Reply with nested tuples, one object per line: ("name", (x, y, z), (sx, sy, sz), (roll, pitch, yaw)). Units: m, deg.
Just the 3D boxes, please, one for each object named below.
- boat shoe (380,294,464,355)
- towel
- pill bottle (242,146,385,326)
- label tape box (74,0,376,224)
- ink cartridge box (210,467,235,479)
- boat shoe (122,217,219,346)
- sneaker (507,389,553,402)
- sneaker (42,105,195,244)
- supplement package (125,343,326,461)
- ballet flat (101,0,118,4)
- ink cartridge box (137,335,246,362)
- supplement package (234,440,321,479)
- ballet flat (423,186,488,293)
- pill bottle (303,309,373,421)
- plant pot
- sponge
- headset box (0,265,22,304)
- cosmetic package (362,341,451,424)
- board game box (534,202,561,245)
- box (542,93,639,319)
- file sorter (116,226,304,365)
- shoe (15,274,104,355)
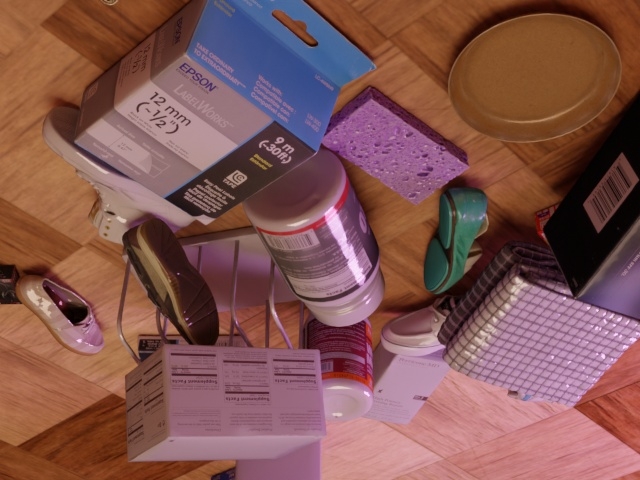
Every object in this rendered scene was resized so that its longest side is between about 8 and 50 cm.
("boat shoe", (0.229, 0.133, 1.877), (0.258, 0.095, 0.084), (-13, 135, 0))
("towel", (0.367, 0.134, 1.760), (0.284, 0.121, 0.235), (17, 126, -22))
("pill bottle", (0.000, 0.000, 1.654), (0.161, 0.161, 0.283), (-11, 139, 14))
("label tape box", (-0.131, -0.190, 1.464), (0.348, 0.115, 0.249), (-29, 132, 33))
("ink cartridge box", (-0.150, 0.589, 2.455), (0.097, 0.046, 0.207), (-28, 133, 29))
("boat shoe", (-0.231, 0.070, 1.638), (0.073, 0.080, 0.223), (-13, 112, 37))
("sneaker", (0.401, 0.233, 1.989), (0.092, 0.087, 0.228), (1, 138, 3))
("sneaker", (-0.323, -0.076, 1.608), (0.292, 0.108, 0.169), (31, 129, -33))
("supplement package", (-0.155, 0.263, 1.687), (0.262, 0.145, 0.204), (6, 157, -26))
("ballet flat", (-0.258, -0.363, 1.303), (0.057, 0.052, 0.168), (2, 140, -1))
("ink cartridge box", (-0.239, 0.257, 2.059), (0.206, 0.045, 0.208), (0, 142, 1))
("supplement package", (-0.089, 0.523, 2.181), (0.178, 0.293, 0.175), (3, 140, -2))
("ballet flat", (0.227, 0.004, 1.722), (0.087, 0.083, 0.247), (-9, 144, -11))
("pill bottle", (0.029, 0.190, 1.833), (0.121, 0.221, 0.121), (1, 140, 0))
("plant pot", (0.295, -0.229, 1.474), (0.236, 0.032, 0.236), (1, 141, 1))
("sponge", (0.110, -0.138, 1.587), (0.210, 0.031, 0.117), (30, 132, -31))
("headset box", (-0.557, 0.075, 1.852), (0.062, 0.032, 0.083), (0, 142, 1))
("cosmetic package", (0.154, 0.253, 2.018), (0.117, 0.085, 0.231), (11, 140, -13))
("board game box", (0.460, -0.005, 1.731), (0.147, 0.045, 0.193), (-25, 134, 28))
("box", (0.543, -0.032, 1.548), (0.294, 0.182, 0.296), (17, 124, -20))
("file sorter", (-0.176, 0.115, 1.786), (0.278, 0.173, 0.193), (-10, 140, 11))
("shoe", (-0.449, 0.134, 1.886), (0.058, 0.076, 0.219), (-15, 136, 26))
